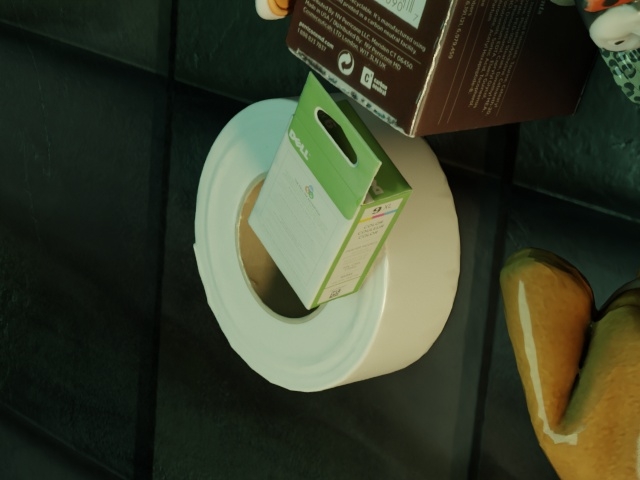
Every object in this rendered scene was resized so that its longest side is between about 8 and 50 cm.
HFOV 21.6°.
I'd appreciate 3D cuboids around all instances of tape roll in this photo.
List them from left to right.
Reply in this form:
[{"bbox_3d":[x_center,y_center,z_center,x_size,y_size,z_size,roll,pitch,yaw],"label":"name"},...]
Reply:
[{"bbox_3d":[0.000,0.000,1.625,0.286,0.100,0.286,13,108,46],"label":"tape roll"}]

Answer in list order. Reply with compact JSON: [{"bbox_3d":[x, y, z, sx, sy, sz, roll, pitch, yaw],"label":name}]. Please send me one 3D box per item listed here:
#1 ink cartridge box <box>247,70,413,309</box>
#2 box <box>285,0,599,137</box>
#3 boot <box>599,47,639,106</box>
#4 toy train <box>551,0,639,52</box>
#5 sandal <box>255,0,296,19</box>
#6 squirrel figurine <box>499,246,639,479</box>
[{"bbox_3d":[0.013,-0.047,1.447,0.109,0.062,0.209,55,145,24],"label":"ink cartridge box"},{"bbox_3d":[0.113,-0.201,1.375,0.168,0.203,0.167,40,126,37],"label":"box"},{"bbox_3d":[0.267,-0.232,1.284,0.178,0.085,0.236,-35,73,48],"label":"boot"},{"bbox_3d":[0.183,-0.297,1.208,0.190,0.142,0.334,89,162,-67],"label":"toy train"},{"bbox_3d":[0.023,-0.238,1.461,0.076,0.265,0.102,14,116,18],"label":"sandal"},{"bbox_3d":[0.358,0.123,1.067,0.370,0.281,0.397,-17,74,32],"label":"squirrel figurine"}]
